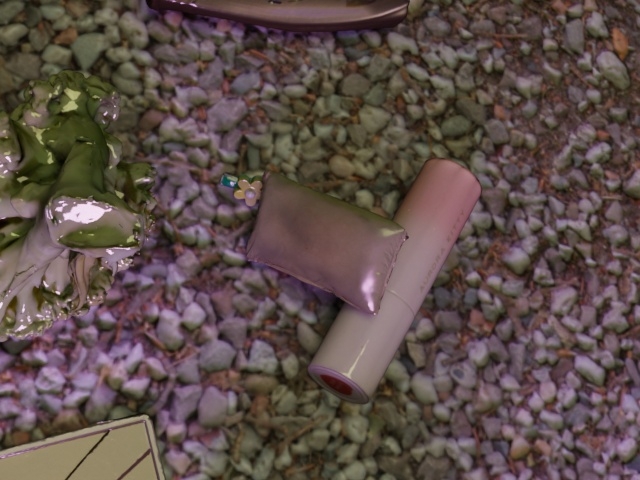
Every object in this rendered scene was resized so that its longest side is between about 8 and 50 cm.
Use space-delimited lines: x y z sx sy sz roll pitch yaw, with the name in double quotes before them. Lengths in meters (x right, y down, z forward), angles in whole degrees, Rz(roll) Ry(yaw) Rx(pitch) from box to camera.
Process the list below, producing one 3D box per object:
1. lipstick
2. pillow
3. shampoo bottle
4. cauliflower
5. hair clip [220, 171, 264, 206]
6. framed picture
"lipstick" 0.097 0.046 1.482 0.087 0.087 0.327 33 66 -5
"pillow" 0.000 0.000 1.424 0.208 0.053 0.119 22 108 24
"shampoo bottle" -0.058 -0.338 1.559 0.350 0.084 0.126 -2 76 -17
"cauliflower" -0.309 -0.046 1.280 0.260 0.281 0.327 18 74 -6
"hair clip" -0.042 -0.053 1.493 0.172 0.049 0.049 15 69 -11
"framed picture" -0.291 0.312 1.310 0.259 0.023 0.189 -13 78 -21
